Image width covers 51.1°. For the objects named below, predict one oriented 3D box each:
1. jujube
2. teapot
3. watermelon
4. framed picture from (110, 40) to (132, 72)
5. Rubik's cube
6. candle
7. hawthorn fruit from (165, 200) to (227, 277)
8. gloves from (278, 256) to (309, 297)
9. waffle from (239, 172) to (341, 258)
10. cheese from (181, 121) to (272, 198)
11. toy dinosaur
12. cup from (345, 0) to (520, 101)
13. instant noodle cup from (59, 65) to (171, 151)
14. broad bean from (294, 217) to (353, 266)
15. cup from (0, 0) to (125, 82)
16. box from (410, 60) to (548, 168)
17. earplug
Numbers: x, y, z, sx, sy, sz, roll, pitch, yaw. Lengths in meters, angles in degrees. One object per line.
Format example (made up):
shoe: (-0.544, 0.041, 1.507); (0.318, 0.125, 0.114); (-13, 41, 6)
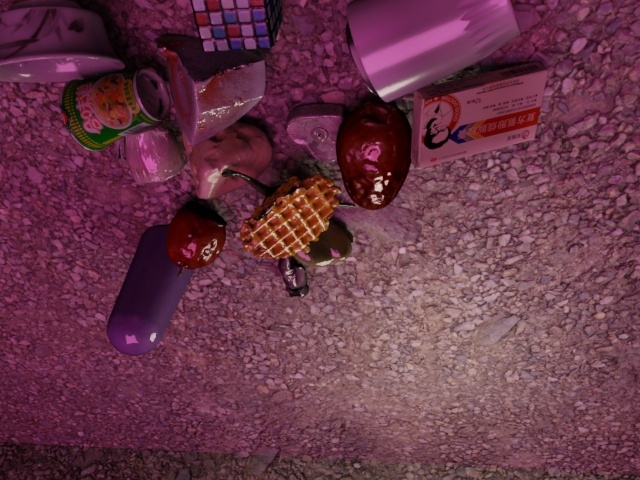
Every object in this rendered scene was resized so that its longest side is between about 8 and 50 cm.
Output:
jujube: (0.149, -0.231, 1.862); (0.223, 0.223, 0.318); (3, 140, 5)
teapot: (-0.507, -0.284, 1.974); (0.163, 0.221, 0.178); (-25, 126, -22)
watermelon: (-0.320, -0.386, 1.747); (0.319, 0.214, 0.290); (23, 108, 1)
framed picture: (-0.572, -0.502, 1.849); (0.066, 0.007, 0.089); (-15, 129, 21)
Rubik's cube: (-0.198, -0.577, 1.608); (0.182, 0.187, 0.184); (0, 131, 7)
candle: (0.006, -0.318, 1.903); (0.192, 0.068, 0.168); (33, 127, -26)
hawthorn fruit: (-0.403, 0.004, 2.149); (0.189, 0.252, 0.189); (13, 171, 2)
gloves: (-0.084, 0.098, 2.266); (0.119, 0.142, 0.286); (-13, 135, -18)
waffle: (-0.083, -0.066, 1.961); (0.307, 0.060, 0.312); (6, 122, -43)
cheese: (-0.270, -0.265, 1.928); (0.247, 0.251, 0.174); (-15, 148, -27)
toy dinosaur: (-0.083, -0.149, 1.977); (0.446, 0.087, 0.301); (-7, 153, -17)
cup: (0.260, -0.503, 1.576); (0.371, 0.253, 0.253); (-19, 128, 19)
instant noodle cup: (-0.538, -0.360, 1.792); (0.232, 0.207, 0.207); (-11, 131, 22)
broad bean: (0.000, 0.000, 2.150); (0.227, 0.169, 0.100); (-7, -178, -24)
cup: (-0.679, -0.504, 1.680); (0.347, 0.347, 0.163); (-5, 97, 12)
box: (0.409, -0.327, 1.750); (0.353, 0.069, 0.214); (-14, 134, -11)
earplug: (-0.553, 0.175, 2.175); (0.215, 0.456, 0.215); (6, 134, 6)
